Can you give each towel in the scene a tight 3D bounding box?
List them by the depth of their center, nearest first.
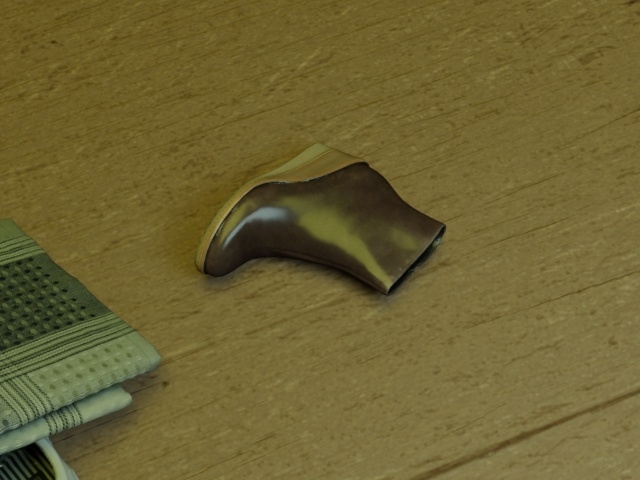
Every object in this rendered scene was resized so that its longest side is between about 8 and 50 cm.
[{"bbox_3d":[-0.380,0.108,1.294,0.312,0.056,0.324,37,38,29],"label":"towel"}]

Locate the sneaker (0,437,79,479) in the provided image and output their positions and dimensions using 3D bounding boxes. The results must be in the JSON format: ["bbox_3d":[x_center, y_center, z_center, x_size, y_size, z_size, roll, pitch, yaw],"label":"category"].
[{"bbox_3d":[-0.341,0.207,1.286,0.258,0.091,0.094,38,66,21],"label":"sneaker"}]

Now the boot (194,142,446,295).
[{"bbox_3d":[0.000,0.000,1.410,0.207,0.090,0.248,37,62,23],"label":"boot"}]
